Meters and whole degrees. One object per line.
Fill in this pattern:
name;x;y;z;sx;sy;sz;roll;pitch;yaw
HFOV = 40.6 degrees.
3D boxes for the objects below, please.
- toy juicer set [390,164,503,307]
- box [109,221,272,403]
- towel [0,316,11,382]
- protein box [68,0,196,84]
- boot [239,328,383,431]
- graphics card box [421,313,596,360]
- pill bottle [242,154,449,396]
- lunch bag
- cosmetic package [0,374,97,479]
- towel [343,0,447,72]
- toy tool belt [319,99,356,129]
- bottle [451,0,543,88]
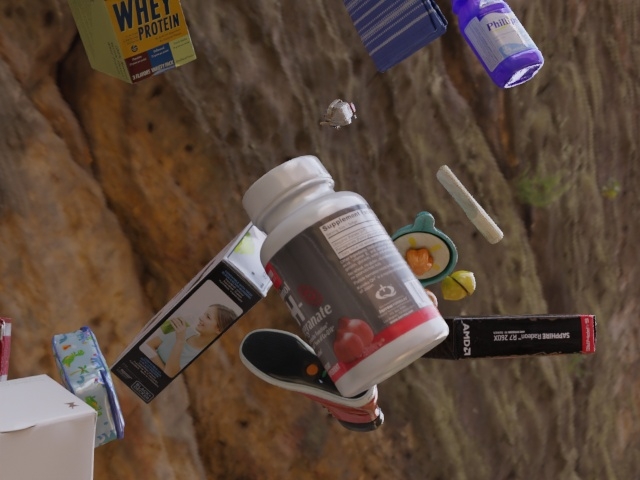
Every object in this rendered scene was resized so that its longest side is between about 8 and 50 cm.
toy juicer set;0.207;0.040;1.548;0.209;0.089;0.329;27;-53;-16
box;-0.191;0.114;1.382;0.087;0.290;0.169;45;24;-7
towel;-0.621;0.310;1.656;0.037;0.329;0.237;4;-7;-15
protein box;-0.355;-0.416;1.582;0.201;0.136;0.199;28;-41;50
boot;-0.014;0.240;1.431;0.244;0.088;0.176;20;-26;22
graphics card box;0.383;0.208;1.893;0.371;0.094;0.233;2;-5;-26
pill bottle;0.024;0.043;1.215;0.318;0.176;0.176;57;-13;14
lunch bag;-0.455;0.287;1.690;0.219;0.090;0.176;46;-34;50
cosmetic package;-0.389;0.365;1.026;0.197;0.365;0.155;-3;12;-41
towel;0.115;-0.529;1.750;0.243;0.040;0.336;-23;-87;61
toy tool belt;0.029;-0.226;1.558;0.051;0.083;0.052;-21;-78;22
bottle;0.360;-0.462;1.851;0.283;0.118;0.092;62;-28;16
